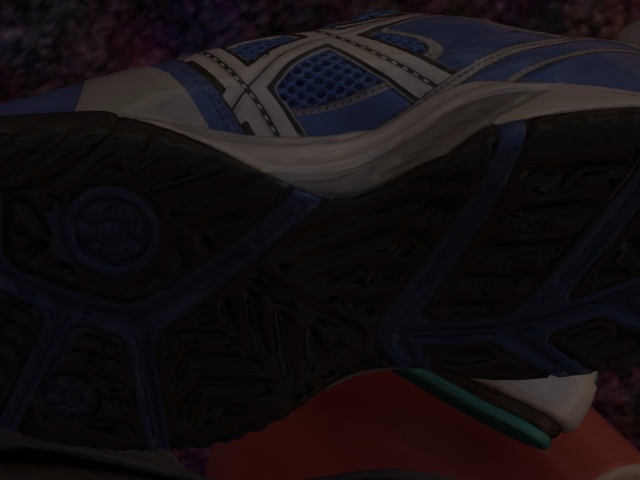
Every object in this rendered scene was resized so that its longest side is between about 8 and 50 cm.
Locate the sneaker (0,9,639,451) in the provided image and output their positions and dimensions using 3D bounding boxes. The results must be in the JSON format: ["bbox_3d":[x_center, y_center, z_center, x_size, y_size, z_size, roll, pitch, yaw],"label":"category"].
[{"bbox_3d":[-0.009,-0.007,0.421,0.211,0.081,0.080,-2,119,0],"label":"sneaker"}]

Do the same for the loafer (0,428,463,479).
[{"bbox_3d":[-0.024,0.155,0.790,0.302,0.109,0.095,9,34,9],"label":"loafer"}]

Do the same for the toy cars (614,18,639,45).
[{"bbox_3d":[0.270,-0.089,0.547,0.393,0.176,0.087,-20,85,-25],"label":"toy cars"}]

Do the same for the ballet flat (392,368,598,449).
[{"bbox_3d":[0.000,0.000,1.192,0.400,0.139,0.139,23,58,13],"label":"ballet flat"}]

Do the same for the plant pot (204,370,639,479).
[{"bbox_3d":[0.095,0.189,1.300,0.275,0.243,0.275,-26,130,-35],"label":"plant pot"}]
